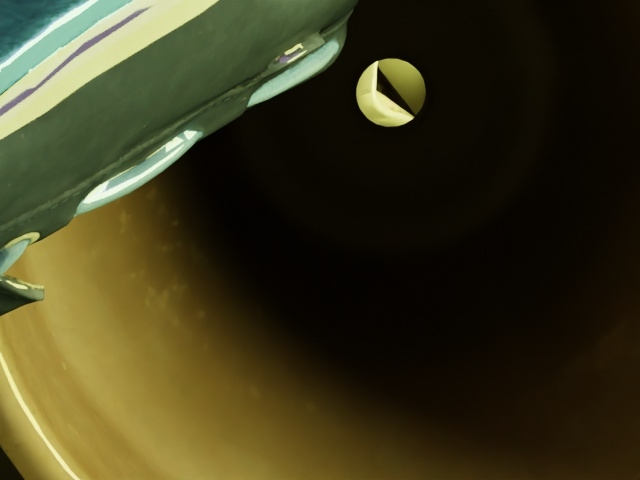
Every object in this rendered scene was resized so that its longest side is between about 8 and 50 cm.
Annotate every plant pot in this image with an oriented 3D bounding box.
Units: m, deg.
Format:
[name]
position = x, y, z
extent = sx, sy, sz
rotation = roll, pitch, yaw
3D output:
[plant pot]
position = 0.026, -0.030, 0.571
extent = 0.263, 0.263, 0.229
rotation = 61, 4, -11

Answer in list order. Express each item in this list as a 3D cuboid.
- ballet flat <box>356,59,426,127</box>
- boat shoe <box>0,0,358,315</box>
[ballet flat]
position = 0.018, -0.098, 0.782
extent = 0.241, 0.091, 0.077
rotation = 42, 49, -40
[boat shoe]
position = -0.077, -0.012, 0.357
extent = 0.109, 0.258, 0.089
rotation = 42, -32, 36
